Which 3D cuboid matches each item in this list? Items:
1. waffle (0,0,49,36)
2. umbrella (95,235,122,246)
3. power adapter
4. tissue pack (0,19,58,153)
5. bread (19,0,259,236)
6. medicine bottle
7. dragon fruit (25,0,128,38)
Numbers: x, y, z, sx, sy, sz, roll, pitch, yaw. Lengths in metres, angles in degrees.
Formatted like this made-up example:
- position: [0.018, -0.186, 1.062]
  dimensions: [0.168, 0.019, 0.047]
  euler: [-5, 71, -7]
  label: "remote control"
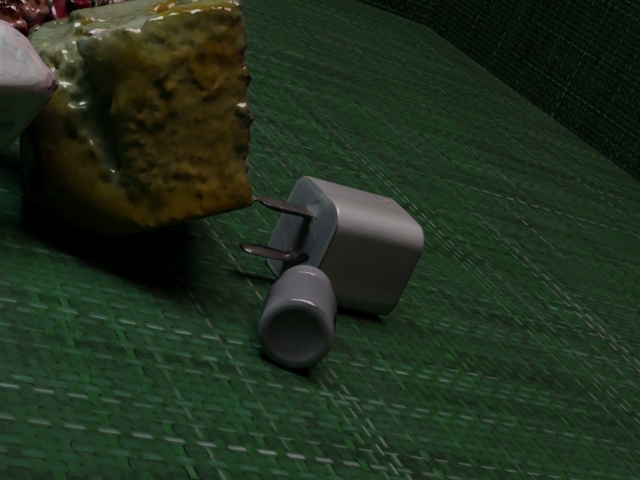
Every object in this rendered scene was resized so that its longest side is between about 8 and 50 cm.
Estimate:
- position: [-0.427, -0.211, 1.463]
  dimensions: [0.221, 0.055, 0.234]
  euler: [-11, 21, 40]
  label: "waffle"
- position: [-0.222, -0.021, 1.497]
  dimensions: [0.027, 0.025, 0.165]
  euler: [44, 20, -4]
  label: "umbrella"
- position: [0.000, 0.000, 1.559]
  dimensions: [0.205, 0.130, 0.125]
  euler: [15, 21, -33]
  label: "power adapter"
- position: [-0.414, -0.125, 1.236]
  dimensions: [0.124, 0.201, 0.271]
  euler: [57, 26, 13]
  label: "tissue pack"
- position: [-0.226, -0.160, 1.491]
  dimensions: [0.264, 0.239, 0.395]
  euler: [-11, 18, -11]
  label: "bread"
- position: [-0.022, 0.078, 1.392]
  dimensions: [0.080, 0.080, 0.130]
  euler: [24, 18, -4]
  label: "medicine bottle"
- position: [-0.353, -0.297, 1.826]
  dimensions: [0.218, 0.198, 0.273]
  euler: [-2, 30, -39]
  label: "dragon fruit"
